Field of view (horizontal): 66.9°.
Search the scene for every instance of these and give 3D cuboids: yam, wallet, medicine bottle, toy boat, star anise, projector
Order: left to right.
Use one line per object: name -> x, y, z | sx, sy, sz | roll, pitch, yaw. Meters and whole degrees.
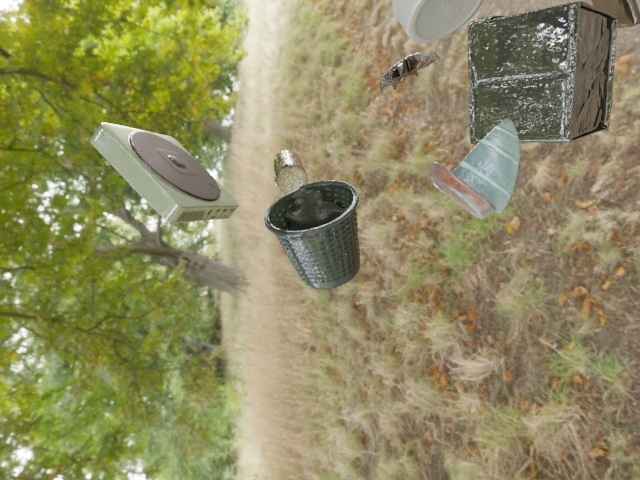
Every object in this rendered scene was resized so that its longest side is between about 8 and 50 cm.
projector -> -0.337, -0.140, 1.076 | 0.079, 0.259, 0.257 | -49, -10, 16
yam -> -0.073, -0.163, 1.163 | 0.127, 0.084, 0.084 | -101, 32, -61
star anise -> 0.189, -0.369, 1.037 | 0.141, 0.042, 0.141 | -25, 4, 2
medicine bottle -> 0.107, -0.325, 0.555 | 0.168, 0.105, 0.105 | 64, 150, 18
toy boat -> 0.196, -0.090, 0.554 | 0.122, 0.096, 0.034 | -45, -18, -4
wallet -> 0.678, -0.660, 1.168 | 0.042, 0.309, 0.165 | -30, 16, 15

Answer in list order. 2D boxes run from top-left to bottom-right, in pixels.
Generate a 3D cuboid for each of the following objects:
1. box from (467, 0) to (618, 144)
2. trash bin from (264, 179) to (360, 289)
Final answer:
box -> 0.485, -0.346, 1.044 | 0.204, 0.345, 0.251 | 9, 111, 40
trash bin -> 0.000, 0.000, 0.904 | 0.175, 0.175, 0.161 | -86, -16, -57
